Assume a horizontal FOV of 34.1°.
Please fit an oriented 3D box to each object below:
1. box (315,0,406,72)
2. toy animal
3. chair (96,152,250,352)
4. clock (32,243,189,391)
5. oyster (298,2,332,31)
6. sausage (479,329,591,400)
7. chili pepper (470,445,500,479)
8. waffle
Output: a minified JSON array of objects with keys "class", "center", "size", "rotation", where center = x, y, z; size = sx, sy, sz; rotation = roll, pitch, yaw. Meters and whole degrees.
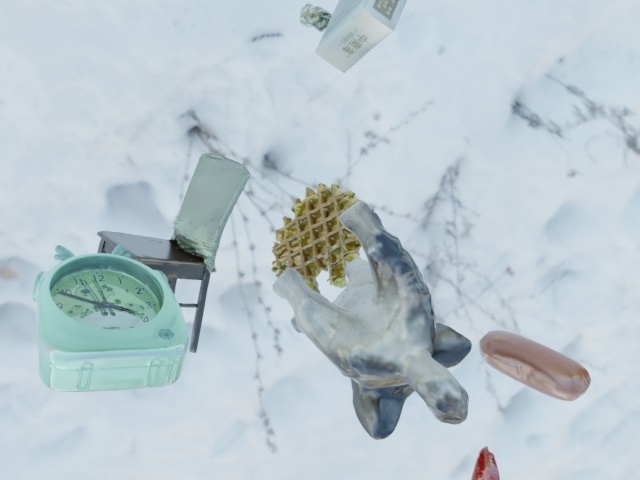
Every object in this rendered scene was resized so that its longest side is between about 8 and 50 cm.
[{"class":"box","center":[0.090,-0.406,1.701],"size":[0.067,0.243,0.155],"rotation":[34,149,-19]},{"class":"toy animal","center":[0.090,0.146,1.442],"size":[0.194,0.302,0.344],"rotation":[-40,165,-5]},{"class":"chair","center":[-0.253,0.009,1.710],"size":[0.186,0.160,0.319],"rotation":[8,102,-36]},{"class":"clock","center":[-0.240,0.076,1.166],"size":[0.159,0.211,0.066],"rotation":[2,127,-22]},{"class":"oyster","center":[0.010,-0.396,1.857],"size":[0.100,0.098,0.037],"rotation":[15,112,3]},{"class":"sausage","center":[0.347,0.202,1.705],"size":[0.077,0.194,0.077],"rotation":[-36,138,-41]},{"class":"chili pepper","center":[0.210,0.423,1.467],"size":[0.071,0.063,0.272],"rotation":[27,73,-16]},{"class":"waffle","center":[0.000,0.000,2.044],"size":[0.051,0.231,0.228],"rotation":[24,96,-45]}]
